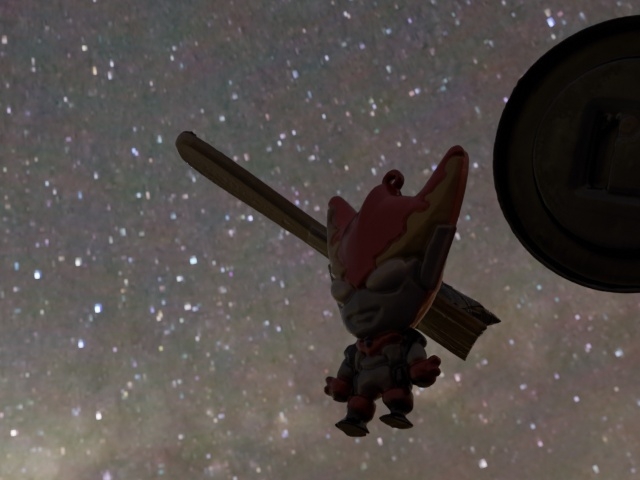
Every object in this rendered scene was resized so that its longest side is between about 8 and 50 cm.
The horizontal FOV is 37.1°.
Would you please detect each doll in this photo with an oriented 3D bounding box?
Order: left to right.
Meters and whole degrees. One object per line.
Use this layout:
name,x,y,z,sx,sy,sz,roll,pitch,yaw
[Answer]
doll,0.040,0.031,0.558,0.109,0.169,0.057,-21,-35,39

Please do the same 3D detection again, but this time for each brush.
brush,0.000,0.000,0.869,0.020,0.336,0.085,-51,-12,-24

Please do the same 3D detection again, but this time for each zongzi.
zongzi,0.177,0.084,1.317,0.119,0.109,0.055,4,-60,-43

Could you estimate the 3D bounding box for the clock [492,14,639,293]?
clock,0.360,-0.095,1.093,0.319,0.319,0.066,-34,-21,21
